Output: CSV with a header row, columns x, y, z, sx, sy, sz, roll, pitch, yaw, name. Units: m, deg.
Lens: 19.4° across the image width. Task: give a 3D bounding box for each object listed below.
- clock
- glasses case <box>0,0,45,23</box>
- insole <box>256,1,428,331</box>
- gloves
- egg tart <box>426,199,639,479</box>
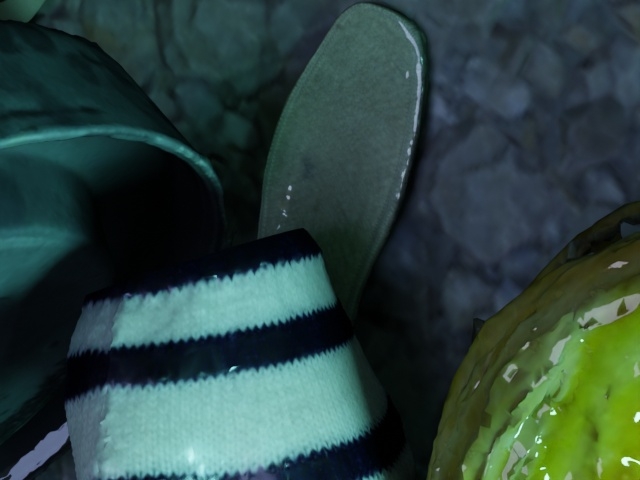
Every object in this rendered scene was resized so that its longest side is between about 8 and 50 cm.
x,y,z,sx,sy,sz,roll,pitch,yaw,name
-0.176,0.044,0.670,0.061,0.313,0.312,54,128,20,clock
-0.208,-0.116,0.626,0.076,0.336,0.144,50,127,15,glasses case
0.000,0.000,0.709,0.063,0.010,0.192,28,118,28,insole
-0.021,0.114,0.660,0.131,0.140,0.218,-17,89,-5,gloves
0.148,0.113,0.580,0.279,0.095,0.278,6,101,36,egg tart
